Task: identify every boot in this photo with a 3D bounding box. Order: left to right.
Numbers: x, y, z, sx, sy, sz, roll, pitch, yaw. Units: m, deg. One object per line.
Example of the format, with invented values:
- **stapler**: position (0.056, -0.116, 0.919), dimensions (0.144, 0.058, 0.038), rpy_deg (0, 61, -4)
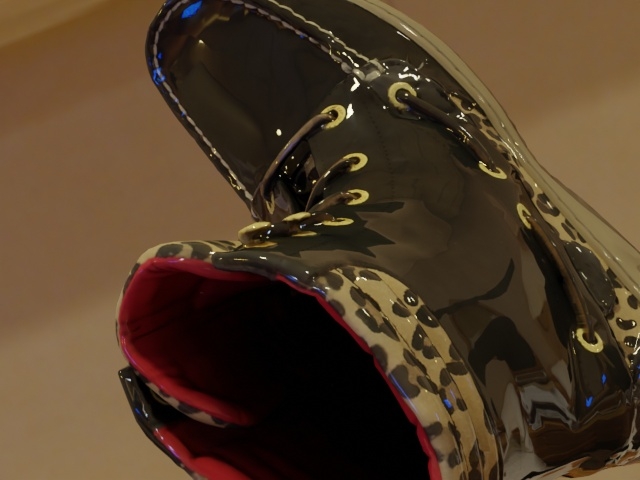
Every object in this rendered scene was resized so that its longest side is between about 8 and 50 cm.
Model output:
- **boot**: position (0.000, 0.000, 0.909), dimensions (0.138, 0.377, 0.284), rpy_deg (-53, -17, 28)
